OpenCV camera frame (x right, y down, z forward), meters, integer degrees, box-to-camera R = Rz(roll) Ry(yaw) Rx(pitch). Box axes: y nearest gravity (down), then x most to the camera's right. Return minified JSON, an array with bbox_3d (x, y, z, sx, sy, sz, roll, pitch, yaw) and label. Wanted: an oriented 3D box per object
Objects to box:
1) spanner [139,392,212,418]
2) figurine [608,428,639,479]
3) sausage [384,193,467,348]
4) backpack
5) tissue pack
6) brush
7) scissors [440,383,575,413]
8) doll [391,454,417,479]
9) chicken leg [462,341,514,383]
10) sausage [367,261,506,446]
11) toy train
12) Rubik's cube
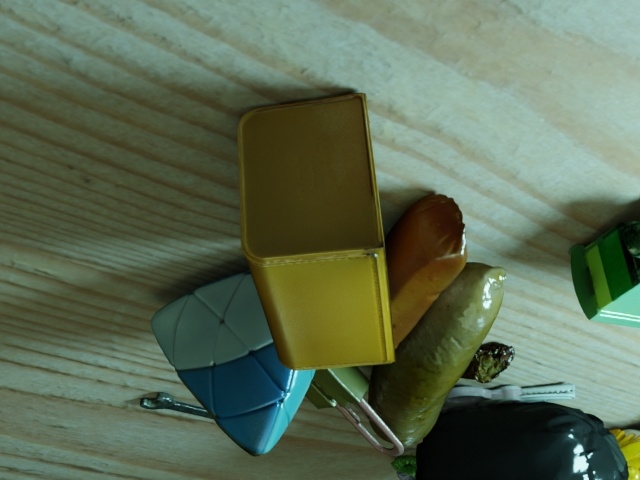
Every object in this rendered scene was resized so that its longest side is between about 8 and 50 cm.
[{"bbox_3d":[-0.191,0.291,1.757,0.254,0.015,0.054,22,138,-40],"label":"spanner"},{"bbox_3d":[0.666,0.456,2.048,0.323,0.196,0.320,-6,159,-18],"label":"figurine"},{"bbox_3d":[0.096,0.061,1.355,0.093,0.097,0.348,-3,149,-21],"label":"sausage"},{"bbox_3d":[0.373,0.413,1.822,0.363,0.255,0.445,-7,168,31],"label":"backpack"},{"bbox_3d":[0.000,0.000,1.144,0.145,0.195,0.275,-4,149,3],"label":"tissue pack"},{"bbox_3d":[0.046,0.245,1.575,0.233,0.047,0.103,48,142,-18],"label":"brush"},{"bbox_3d":[0.325,0.274,1.826,0.242,0.031,0.118,-5,153,1],"label":"scissors"},{"bbox_3d":[0.219,0.462,2.103,0.190,0.050,0.115,17,145,-32],"label":"doll"},{"bbox_3d":[0.256,0.203,1.690,0.062,0.037,0.145,32,135,-17],"label":"chicken leg"},{"bbox_3d":[0.152,0.181,1.541,0.136,0.123,0.501,-14,151,-18],"label":"sausage"},{"bbox_3d":[0.494,0.041,1.388,0.300,0.120,0.202,10,147,-26],"label":"toy train"},{"bbox_3d":[-0.048,0.119,1.386,0.254,0.255,0.254,-6,149,-3],"label":"Rubik's cube"}]
